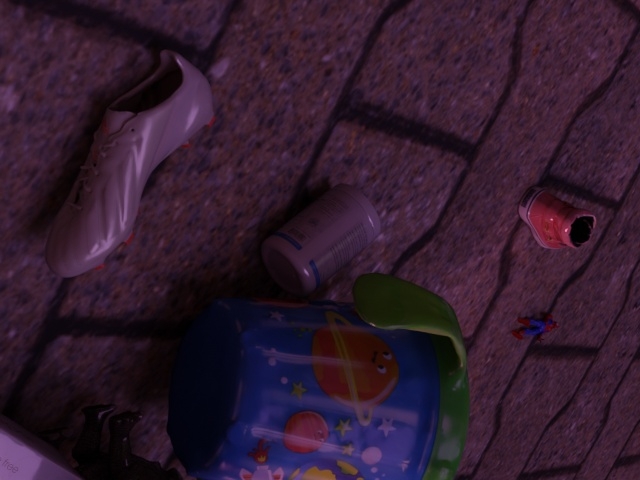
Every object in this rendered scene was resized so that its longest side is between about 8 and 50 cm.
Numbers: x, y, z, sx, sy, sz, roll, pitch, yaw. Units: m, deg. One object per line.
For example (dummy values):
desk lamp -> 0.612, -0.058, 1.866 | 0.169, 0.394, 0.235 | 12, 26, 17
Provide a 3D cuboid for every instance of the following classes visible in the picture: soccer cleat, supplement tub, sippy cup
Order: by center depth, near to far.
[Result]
soccer cleat -> -0.157, -0.062, 0.921 | 0.196, 0.068, 0.076 | -55, 144, -16
sippy cup -> -0.016, 0.153, 1.126 | 0.224, 0.240, 0.306 | 13, 100, -27
supplement tub -> 0.000, 0.000, 1.175 | 0.107, 0.071, 0.071 | -38, 143, -27

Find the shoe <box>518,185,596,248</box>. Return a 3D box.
shoe -> 0.330, -0.014, 1.598 | 0.063, 0.081, 0.178 | -57, 148, 0

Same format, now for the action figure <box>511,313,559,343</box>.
action figure -> 0.326, 0.129, 1.772 | 0.115, 0.030, 0.038 | -3, 115, -55

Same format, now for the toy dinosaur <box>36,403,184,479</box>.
toy dinosaur -> -0.213, 0.234, 1.015 | 0.313, 0.121, 0.160 | -13, 96, -44

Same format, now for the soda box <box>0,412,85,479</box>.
soda box -> -0.278, 0.146, 0.870 | 0.074, 0.069, 0.216 | -52, 129, -9

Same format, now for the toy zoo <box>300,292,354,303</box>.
toy zoo -> 0.016, 0.172, 1.322 | 0.192, 0.030, 0.293 | -33, 132, -15
